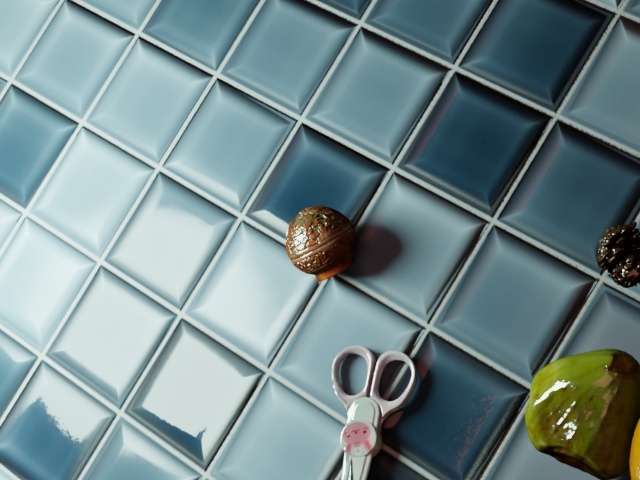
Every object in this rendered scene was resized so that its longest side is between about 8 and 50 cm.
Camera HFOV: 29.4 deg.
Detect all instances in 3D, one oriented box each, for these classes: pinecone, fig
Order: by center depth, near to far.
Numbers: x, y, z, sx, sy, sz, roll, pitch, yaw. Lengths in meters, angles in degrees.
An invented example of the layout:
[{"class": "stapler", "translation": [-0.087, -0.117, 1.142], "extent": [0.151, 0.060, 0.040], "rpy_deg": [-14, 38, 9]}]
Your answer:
[{"class": "fig", "translation": [0.326, 0.197, 1.463], "extent": [0.144, 0.154, 0.165], "rpy_deg": [19, 122, -12]}, {"class": "pinecone", "translation": [0.386, 0.019, 1.532], "extent": [0.077, 0.077, 0.083], "rpy_deg": [-39, 83, 7]}]

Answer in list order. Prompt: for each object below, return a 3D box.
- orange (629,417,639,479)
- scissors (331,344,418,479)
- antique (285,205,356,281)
[{"class": "orange", "translation": [0.461, 0.246, 1.363], "extent": [0.224, 0.170, 0.224], "rpy_deg": [0, 90, -7]}, {"class": "scissors", "translation": [0.056, 0.260, 1.609], "extent": [0.118, 0.030, 0.242], "rpy_deg": [5, 73, 22]}, {"class": "antique", "translation": [0.000, 0.000, 1.669], "extent": [0.104, 0.104, 0.104], "rpy_deg": [-6, 73, 19]}]
